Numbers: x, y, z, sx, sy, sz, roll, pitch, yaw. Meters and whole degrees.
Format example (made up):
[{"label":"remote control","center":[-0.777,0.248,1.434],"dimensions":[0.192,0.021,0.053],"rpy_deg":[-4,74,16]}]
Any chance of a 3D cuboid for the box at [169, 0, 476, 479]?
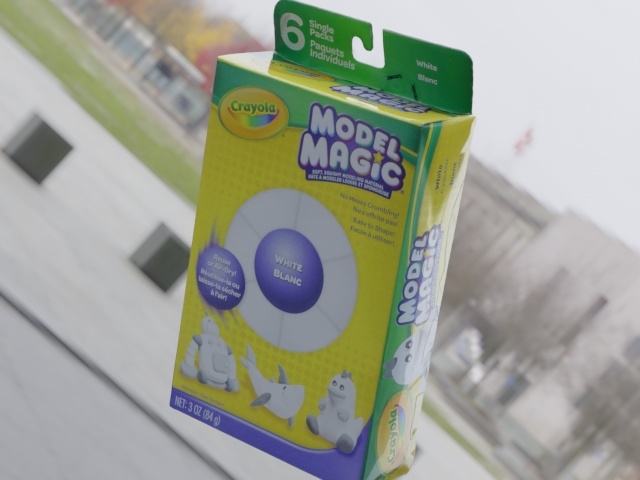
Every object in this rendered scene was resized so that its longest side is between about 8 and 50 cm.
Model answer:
[{"label":"box","center":[0.000,0.000,0.691],"dimensions":[0.105,0.179,0.043],"rpy_deg":[20,19,32]}]
